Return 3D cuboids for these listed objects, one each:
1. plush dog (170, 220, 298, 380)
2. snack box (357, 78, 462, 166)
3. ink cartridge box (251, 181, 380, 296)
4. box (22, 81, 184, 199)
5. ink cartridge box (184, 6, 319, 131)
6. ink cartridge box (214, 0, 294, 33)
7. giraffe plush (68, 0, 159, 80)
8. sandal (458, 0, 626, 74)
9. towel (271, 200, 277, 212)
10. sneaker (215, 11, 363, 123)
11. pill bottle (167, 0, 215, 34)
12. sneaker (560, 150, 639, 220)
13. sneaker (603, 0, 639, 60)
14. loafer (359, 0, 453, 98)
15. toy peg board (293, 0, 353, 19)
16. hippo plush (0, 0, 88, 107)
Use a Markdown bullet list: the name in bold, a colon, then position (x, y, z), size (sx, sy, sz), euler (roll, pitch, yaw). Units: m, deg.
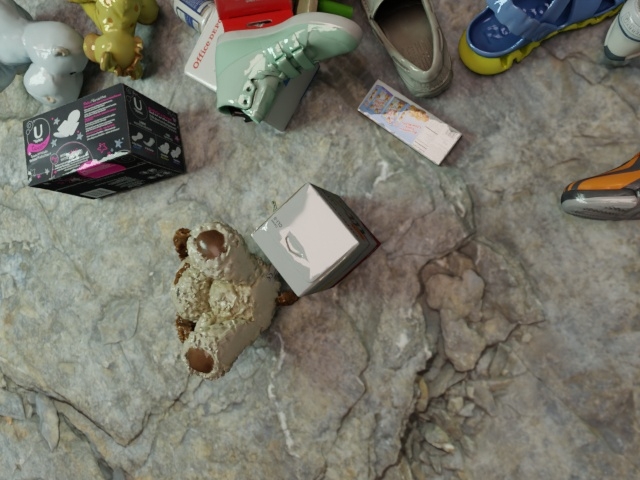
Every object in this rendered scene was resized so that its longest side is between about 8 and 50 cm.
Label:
- **plush dog**: position (-0.187, 0.092, 0.790), size (0.225, 0.210, 0.262), euler (7, 95, 37)
- **snack box**: position (0.152, -0.205, 0.745), size (0.178, 0.022, 0.064), euler (39, 102, 15)
- **ink cartridge box**: position (0.000, 0.000, 0.711), size (0.127, 0.176, 0.128), euler (-42, 78, 13)
- **box**: position (-0.428, -0.187, 0.861), size (0.247, 0.163, 0.142), euler (-12, 82, 17)
- **ink cartridge box**: position (-0.129, -0.322, 0.804), size (0.203, 0.086, 0.148), euler (34, 99, 15)
- **ink cartridge box**: position (-0.129, -0.472, 0.755), size (0.134, 0.078, 0.231), euler (-13, 65, -6)
- **giraffe plush**: position (-0.408, -0.417, 0.862), size (0.210, 0.181, 0.170), euler (20, 108, 34)
- **sandal**: position (0.356, -0.371, 0.623), size (0.317, 0.138, 0.126), euler (-34, 78, 13)
- **towel**: position (-0.080, -0.039, 0.791), size (0.009, 0.083, 0.060), euler (-12, 86, -5)
- **sneaker**: position (-0.055, -0.261, 0.688), size (0.256, 0.094, 0.151), euler (1, 85, 24)
- **pill bottle**: position (-0.247, -0.459, 0.855), size (0.120, 0.067, 0.067), euler (40, 101, 14)
- **sneaker**: position (0.495, -0.128, 0.594), size (0.321, 0.124, 0.180), euler (-7, 83, 7)
- **sneaker**: position (0.495, -0.352, 0.602), size (0.258, 0.091, 0.094), euler (-37, 83, -8)
- **loafer**: position (0.128, -0.390, 0.707), size (0.112, 0.111, 0.319), euler (-28, 81, 18)
- **toy peg board**: position (0.008, -0.436, 0.743), size (0.079, 0.160, 0.161), euler (7, 97, -15)
- **hippo plush**: position (-0.612, -0.424, 0.933), size (0.236, 0.234, 0.294), euler (20, 113, -13)
